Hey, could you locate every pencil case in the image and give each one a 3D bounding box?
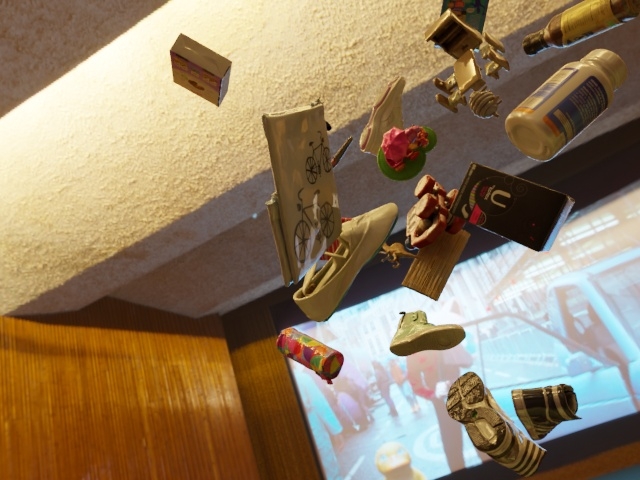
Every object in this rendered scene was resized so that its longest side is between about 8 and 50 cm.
[{"bbox_3d":[-0.035,0.359,1.448,0.104,0.104,0.236,5,10,-45],"label":"pencil case"}]

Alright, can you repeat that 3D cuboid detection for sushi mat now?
[{"bbox_3d":[0.457,0.073,1.799,0.316,0.151,0.019,-59,-19,-14],"label":"sushi mat"}]

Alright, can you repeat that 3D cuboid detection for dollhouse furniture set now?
[{"bbox_3d":[0.437,-0.577,1.441,0.161,0.242,0.212,18,-34,-30],"label":"dollhouse furniture set"}]

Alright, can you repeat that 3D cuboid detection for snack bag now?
[{"bbox_3d":[-0.034,-0.119,0.979,0.037,0.342,0.323,-2,20,22],"label":"snack bag"}]

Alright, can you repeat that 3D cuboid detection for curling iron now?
[{"bbox_3d":[0.062,-0.346,1.926,0.035,0.068,0.274,12,-33,-22],"label":"curling iron"}]

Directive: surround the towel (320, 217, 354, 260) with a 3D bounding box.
[{"bbox_3d":[0.000,0.000,1.653,0.275,0.031,0.199,1,-52,10],"label":"towel"}]

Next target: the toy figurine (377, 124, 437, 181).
[{"bbox_3d":[0.216,-0.241,1.148,0.173,0.130,0.159,-37,-11,8],"label":"toy figurine"}]

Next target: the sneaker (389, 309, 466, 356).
[{"bbox_3d":[0.328,0.259,1.400,0.256,0.151,0.094,-24,-61,40],"label":"sneaker"}]

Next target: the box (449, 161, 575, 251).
[{"bbox_3d":[0.533,-0.095,1.285,0.143,0.270,0.165,1,-67,-54],"label":"box"}]

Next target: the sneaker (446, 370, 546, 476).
[{"bbox_3d":[0.603,0.651,1.587,0.169,0.257,0.447,-47,7,9],"label":"sneaker"}]

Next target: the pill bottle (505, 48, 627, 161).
[{"bbox_3d":[0.609,-0.337,1.129,0.272,0.152,0.152,-41,-24,-2],"label":"pill bottle"}]

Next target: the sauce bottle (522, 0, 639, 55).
[{"bbox_3d":[0.800,-0.675,1.429,0.111,0.111,0.344,-9,4,-25],"label":"sauce bottle"}]

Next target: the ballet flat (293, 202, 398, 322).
[{"bbox_3d":[0.064,0.041,1.261,0.400,0.139,0.139,-55,-29,1],"label":"ballet flat"}]

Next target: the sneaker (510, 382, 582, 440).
[{"bbox_3d":[0.638,0.476,1.261,0.153,0.099,0.282,-19,-44,25],"label":"sneaker"}]

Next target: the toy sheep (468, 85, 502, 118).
[{"bbox_3d":[0.540,-0.446,1.500,0.091,0.132,0.091,-20,-37,-16],"label":"toy sheep"}]

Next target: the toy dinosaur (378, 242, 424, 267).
[{"bbox_3d":[0.286,0.051,1.699,0.092,0.183,0.053,-59,-26,-22],"label":"toy dinosaur"}]

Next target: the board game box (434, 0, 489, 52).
[{"bbox_3d":[0.503,-0.788,1.620,0.160,0.210,0.047,12,12,13],"label":"board game box"}]

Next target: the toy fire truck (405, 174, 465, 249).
[{"bbox_3d":[0.424,-0.088,1.802,0.169,0.302,0.254,25,-49,-11],"label":"toy fire truck"}]

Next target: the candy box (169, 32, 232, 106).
[{"bbox_3d":[-0.363,-0.511,1.391,0.165,0.070,0.196,27,-14,-10],"label":"candy box"}]

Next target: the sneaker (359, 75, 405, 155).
[{"bbox_3d":[0.260,-0.459,1.717,0.152,0.114,0.305,19,-78,-17],"label":"sneaker"}]

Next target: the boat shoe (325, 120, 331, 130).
[{"bbox_3d":[-0.011,-0.478,1.819,0.142,0.040,0.049,21,-81,-39],"label":"boat shoe"}]
